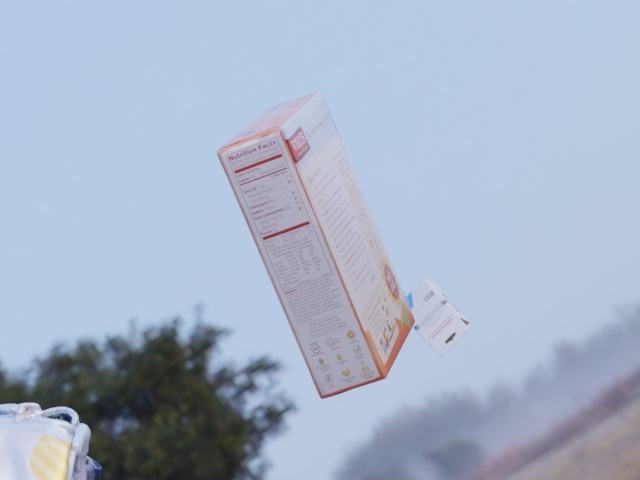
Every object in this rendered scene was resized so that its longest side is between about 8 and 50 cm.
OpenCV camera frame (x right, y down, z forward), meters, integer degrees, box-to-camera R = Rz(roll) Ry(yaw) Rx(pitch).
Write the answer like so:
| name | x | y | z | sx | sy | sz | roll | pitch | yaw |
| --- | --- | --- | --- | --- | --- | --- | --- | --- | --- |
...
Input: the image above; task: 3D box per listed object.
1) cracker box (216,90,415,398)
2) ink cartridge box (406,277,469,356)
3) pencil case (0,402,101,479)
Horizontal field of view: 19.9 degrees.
| name | x | y | z | sx | sy | sz | roll | pitch | yaw |
| --- | --- | --- | --- | --- | --- | --- | --- | --- | --- |
| cracker box | 0.000 | 0.000 | 1.570 | 0.067 | 0.232 | 0.156 | -19 | 11 | 17 |
| ink cartridge box | 0.129 | 0.088 | 2.015 | 0.048 | 0.083 | 0.028 | -46 | -32 | 11 |
| pencil case | -0.264 | 0.133 | 1.009 | 0.113 | 0.273 | 0.124 | -81 | 0 | -59 |
